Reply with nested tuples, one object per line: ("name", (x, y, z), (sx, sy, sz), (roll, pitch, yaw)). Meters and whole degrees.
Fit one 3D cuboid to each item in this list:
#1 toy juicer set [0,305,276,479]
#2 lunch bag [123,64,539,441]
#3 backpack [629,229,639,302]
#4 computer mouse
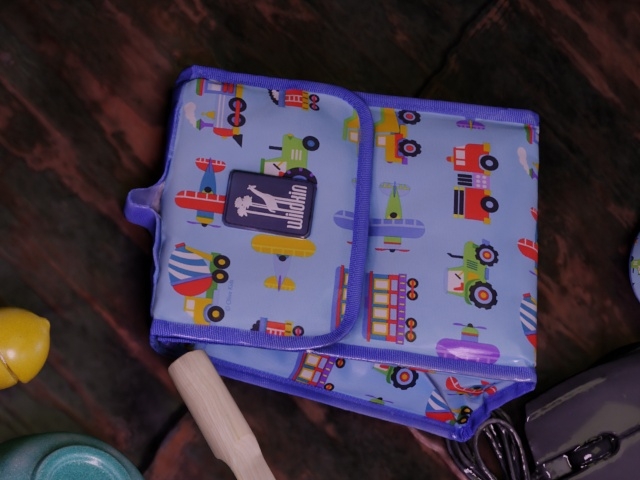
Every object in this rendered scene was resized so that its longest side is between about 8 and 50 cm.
("toy juicer set", (-0.165, 0.146, 1.052), (0.329, 0.089, 0.209), (5, 53, -27))
("lunch bag", (0.000, 0.000, 1.204), (0.293, 0.138, 0.221), (11, 62, -15))
("backpack", (0.356, 0.034, 1.420), (0.173, 0.117, 0.158), (44, 52, -8))
("computer mouse", (0.238, 0.163, 1.315), (0.272, 0.072, 0.188), (-28, 87, -38))
